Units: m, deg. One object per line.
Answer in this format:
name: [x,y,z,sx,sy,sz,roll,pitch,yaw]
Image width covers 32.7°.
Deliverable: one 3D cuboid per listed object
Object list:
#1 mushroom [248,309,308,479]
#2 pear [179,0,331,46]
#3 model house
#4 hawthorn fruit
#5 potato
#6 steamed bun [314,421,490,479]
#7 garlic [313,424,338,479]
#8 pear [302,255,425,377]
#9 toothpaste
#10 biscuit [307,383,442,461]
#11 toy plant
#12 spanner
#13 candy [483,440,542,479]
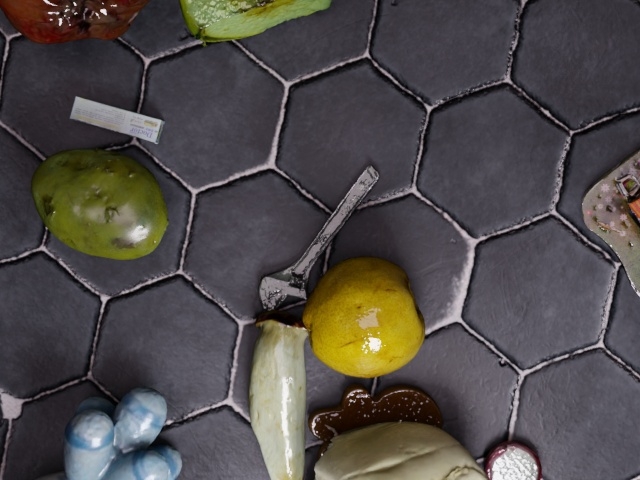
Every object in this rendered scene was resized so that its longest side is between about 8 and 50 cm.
mushroom: [-0.075,0.288,1.929,0.107,0.087,0.333,5,97,17]
pear: [-0.127,-0.501,1.856,0.286,0.176,0.282,-21,90,-2]
model house: [0.606,-0.012,1.857,0.207,0.154,0.294,-38,91,2]
hawthorn fruit: [-0.411,-0.489,1.821,0.308,0.325,0.308,0,136,0]
potato: [-0.382,-0.065,1.897,0.253,0.148,0.186,33,77,9]
steamed bun: [0.125,0.425,1.798,0.290,0.273,0.272,-27,83,-31]
garlic: [0.032,0.469,1.912,0.128,0.148,0.266,-15,115,42]
pear: [0.071,0.133,1.860,0.209,0.209,0.209,0,92,2]
toothpaste: [-0.364,-0.214,1.942,0.164,0.034,0.046,16,93,1]
biscuit: [0.100,0.337,1.944,0.236,0.039,0.180,-11,99,2]
toy plant: [-0.372,0.402,1.889,0.247,0.247,0.332,35,86,0]
spanner: [0.000,0.000,1.944,0.093,0.026,0.325,37,91,1]
candy: [0.342,0.408,1.938,0.103,0.043,0.103,0,93,2]
